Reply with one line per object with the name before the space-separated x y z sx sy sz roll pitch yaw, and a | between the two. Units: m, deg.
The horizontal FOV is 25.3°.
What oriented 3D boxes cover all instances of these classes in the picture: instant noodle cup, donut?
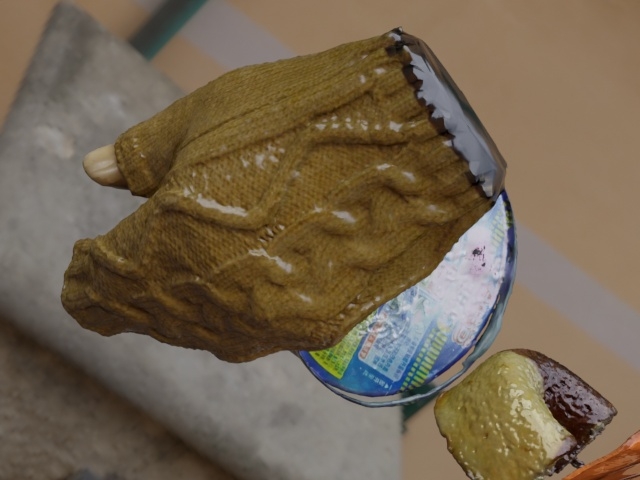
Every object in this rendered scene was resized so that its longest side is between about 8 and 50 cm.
instant noodle cup | 0.000 0.000 1.472 0.284 0.284 0.312 33 -9 -31
donut | 0.188 0.161 1.302 0.141 0.085 0.217 44 22 12

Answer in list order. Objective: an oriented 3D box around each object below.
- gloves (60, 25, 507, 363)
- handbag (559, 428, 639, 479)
gloves | -0.043 -0.014 0.979 0.203 0.356 0.155 54 35 -11
handbag | 0.293 0.191 1.050 0.410 0.303 0.116 -14 79 -51
